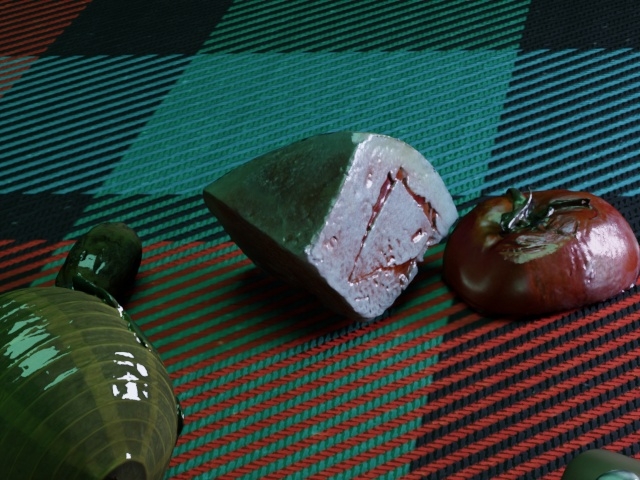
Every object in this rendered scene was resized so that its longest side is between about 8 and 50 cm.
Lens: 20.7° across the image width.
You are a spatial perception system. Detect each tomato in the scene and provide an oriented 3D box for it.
[{"bbox_3d":[0.247,-0.001,1.988,0.228,0.101,0.228,-7,28,4],"label":"tomato"}]

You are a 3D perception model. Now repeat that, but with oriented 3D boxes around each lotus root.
[{"bbox_3d":[-0.254,0.031,2.035,0.080,0.089,0.179,35,27,-1],"label":"lotus root"}]

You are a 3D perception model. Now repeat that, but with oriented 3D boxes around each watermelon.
[{"bbox_3d":[0.000,0.000,1.960,0.261,0.213,0.201,-15,53,22],"label":"watermelon"}]

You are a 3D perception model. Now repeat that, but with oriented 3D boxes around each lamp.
[{"bbox_3d":[-0.232,0.171,1.566,0.250,0.250,0.284,-23,40,-32],"label":"lamp"}]

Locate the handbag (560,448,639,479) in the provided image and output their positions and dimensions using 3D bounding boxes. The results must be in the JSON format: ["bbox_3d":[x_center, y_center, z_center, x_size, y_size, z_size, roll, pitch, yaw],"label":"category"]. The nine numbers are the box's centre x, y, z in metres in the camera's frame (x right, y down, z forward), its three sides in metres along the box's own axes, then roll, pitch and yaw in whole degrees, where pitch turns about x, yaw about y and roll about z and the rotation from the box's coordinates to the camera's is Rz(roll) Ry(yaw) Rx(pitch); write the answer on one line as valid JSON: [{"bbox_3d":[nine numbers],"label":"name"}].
[{"bbox_3d":[0.290,0.257,1.267,0.302,0.149,0.283,20,-3,38],"label":"handbag"}]
